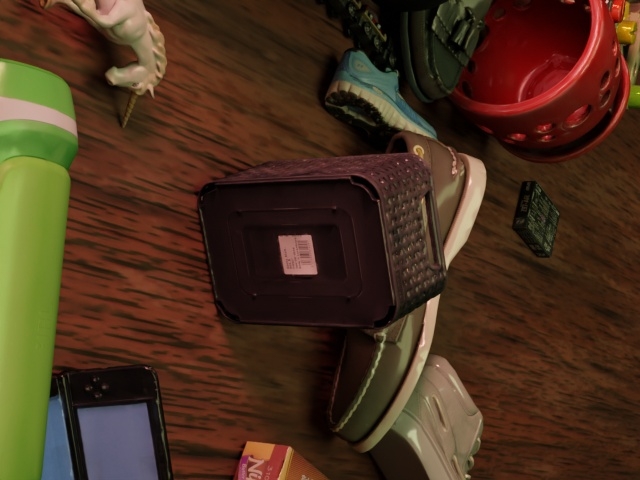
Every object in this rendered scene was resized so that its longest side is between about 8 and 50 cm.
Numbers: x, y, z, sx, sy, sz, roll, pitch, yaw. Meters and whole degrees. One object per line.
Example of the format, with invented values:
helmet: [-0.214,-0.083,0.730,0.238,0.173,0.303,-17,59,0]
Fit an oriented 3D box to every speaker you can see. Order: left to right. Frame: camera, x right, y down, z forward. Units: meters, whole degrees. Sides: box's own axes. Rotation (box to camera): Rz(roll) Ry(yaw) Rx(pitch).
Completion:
speaker: [-0.216,0.046,0.703,0.131,0.131,0.297,13,79,-54]

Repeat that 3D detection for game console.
game console: [-0.164,0.157,0.825,0.071,0.107,0.122,-59,143,-78]

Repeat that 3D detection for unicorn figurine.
unicorn figurine: [-0.153,-0.173,0.850,0.111,0.060,0.162,13,80,-53]

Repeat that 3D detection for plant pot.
plant pot: [0.242,-0.187,1.298,0.174,0.191,0.191,34,62,-52]

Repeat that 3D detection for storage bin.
storage bin: [0.000,0.000,0.960,0.084,0.180,0.122,-24,109,-51]

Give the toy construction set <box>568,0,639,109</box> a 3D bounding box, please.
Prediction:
toy construction set: [0.342,-0.291,1.470,0.328,0.151,0.215,59,46,-35]

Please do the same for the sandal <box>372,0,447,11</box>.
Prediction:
sandal: [0.133,-0.436,1.165,0.107,0.167,0.446,41,58,-48]

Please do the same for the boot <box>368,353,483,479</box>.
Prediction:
boot: [0.139,0.242,1.224,0.123,0.095,0.258,-45,124,-37]

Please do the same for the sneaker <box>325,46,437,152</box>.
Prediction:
sneaker: [0.069,-0.137,1.163,0.162,0.063,0.073,33,60,-50]

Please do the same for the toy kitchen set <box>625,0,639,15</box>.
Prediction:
toy kitchen set: [0.484,-0.396,1.699,0.207,0.122,0.166,-41,122,-47]

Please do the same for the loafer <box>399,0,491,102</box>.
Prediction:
loafer: [0.140,-0.269,1.222,0.096,0.084,0.268,40,51,-51]

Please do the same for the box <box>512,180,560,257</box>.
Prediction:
box: [0.271,-0.026,1.483,0.083,0.018,0.067,41,57,-47]

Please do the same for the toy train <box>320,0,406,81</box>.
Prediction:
toy train: [0.044,-0.210,1.157,0.158,0.027,0.036,43,53,-47]

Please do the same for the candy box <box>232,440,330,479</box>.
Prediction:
candy box: [-0.016,0.266,1.046,0.187,0.053,0.109,50,51,-44]

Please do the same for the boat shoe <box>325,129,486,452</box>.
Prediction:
boat shoe: [0.061,0.045,1.119,0.091,0.109,0.305,25,78,-22]
